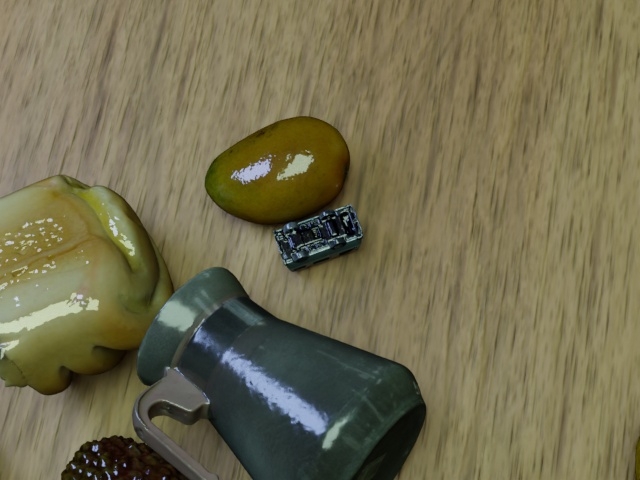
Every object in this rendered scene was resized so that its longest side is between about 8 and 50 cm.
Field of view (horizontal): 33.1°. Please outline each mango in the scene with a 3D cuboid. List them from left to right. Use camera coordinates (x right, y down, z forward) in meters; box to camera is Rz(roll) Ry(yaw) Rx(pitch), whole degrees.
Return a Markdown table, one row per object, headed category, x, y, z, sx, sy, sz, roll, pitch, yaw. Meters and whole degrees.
| category | x | y | z | sx | sy | sz | roll | pitch | yaw |
| --- | --- | --- | --- | --- | --- | --- | --- | --- | --- |
| mango | -0.062 | -0.097 | 1.600 | 0.221 | 0.120 | 0.152 | -25 | 66 | 5 |

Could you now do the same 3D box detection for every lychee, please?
| category | x | y | z | sx | sy | sz | roll | pitch | yaw |
| --- | --- | --- | --- | --- | --- | --- | --- | --- | --- |
| lychee | -0.243 | 0.373 | 1.401 | 0.236 | 0.236 | 0.271 | -37 | 54 | -7 |

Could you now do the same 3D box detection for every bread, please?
| category | x | y | z | sx | sy | sz | roll | pitch | yaw |
| --- | --- | --- | --- | --- | --- | --- | --- | --- | --- |
| bread | -0.354 | 0.062 | 1.530 | 0.270 | 0.211 | 0.316 | -23 | 56 | -12 |

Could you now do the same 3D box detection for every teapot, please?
| category | x | y | z | sx | sy | sz | roll | pitch | yaw |
| --- | --- | --- | --- | --- | --- | --- | --- | --- | --- |
| teapot | -0.069 | 0.218 | 1.418 | 0.344 | 0.253 | 0.300 | 32 | 45 | 23 |

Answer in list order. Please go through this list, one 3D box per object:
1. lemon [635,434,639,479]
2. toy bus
| category | x | y | z | sx | sy | sz | roll | pitch | yaw |
| --- | --- | --- | --- | --- | --- | --- | --- | --- | --- |
| lemon | 0.493 | 0.294 | 1.360 | 0.186 | 0.187 | 0.244 | -3 | 70 | 6 |
| toy bus | 0.000 | 0.000 | 1.579 | 0.123 | 0.075 | 0.060 | -20 | 70 | -1 |
